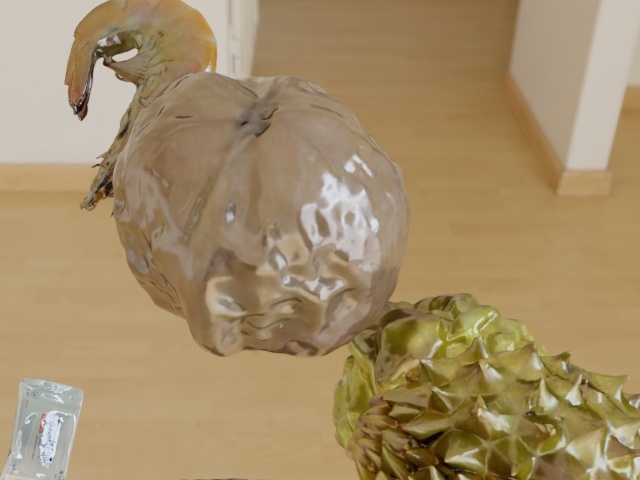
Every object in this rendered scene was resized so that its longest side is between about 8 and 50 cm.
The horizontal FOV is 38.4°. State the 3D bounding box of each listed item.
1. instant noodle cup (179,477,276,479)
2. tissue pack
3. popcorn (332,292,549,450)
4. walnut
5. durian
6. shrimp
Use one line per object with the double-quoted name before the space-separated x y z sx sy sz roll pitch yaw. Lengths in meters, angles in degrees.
"instant noodle cup" -0.142 0.491 1.383 0.244 0.244 0.255 1 72 -3
"tissue pack" -0.471 0.335 1.556 0.123 0.193 0.026 21 -22 -38
"popcorn" 0.111 0.148 0.953 0.206 0.237 0.251 -35 69 -25
"walnut" -0.051 -0.016 0.797 0.273 0.273 0.227 -2 54 -7
"durian" 0.133 0.165 0.517 0.186 0.260 0.154 -50 36 2
"shrimp" -0.196 -0.146 0.950 0.150 0.068 0.248 18 75 -8
